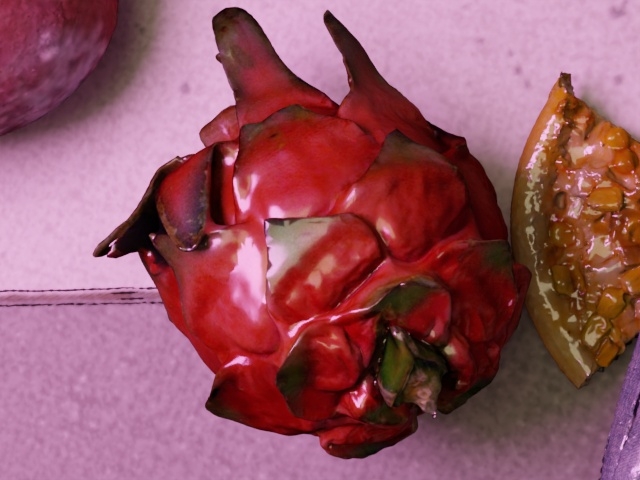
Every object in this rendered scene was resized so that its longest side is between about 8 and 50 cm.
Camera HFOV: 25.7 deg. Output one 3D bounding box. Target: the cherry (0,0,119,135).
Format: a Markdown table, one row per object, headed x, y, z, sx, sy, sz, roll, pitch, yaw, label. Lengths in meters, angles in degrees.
| x | y | z | sx | sy | sz | roll | pitch | yaw | label |
| --- | --- | --- | --- | --- | --- | --- | --- | --- | --- |
| -0.269 | -0.165 | 0.855 | 0.286 | 0.213 | 0.236 | 17 | 99 | 10 | cherry |

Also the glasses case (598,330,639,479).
| x | y | z | sx | sy | sz | roll | pitch | yaw | label |
| --- | --- | --- | --- | --- | --- | --- | --- | --- | --- |
| 0.226 | 0.041 | 0.731 | 0.109 | 0.067 | 0.282 | 17 | 90 | -22 | glasses case |

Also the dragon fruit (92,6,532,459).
| x | y | z | sx | sy | sz | roll | pitch | yaw | label |
| --- | --- | --- | --- | --- | --- | --- | --- | --- | --- |
| 0.000 | 0.000 | 0.767 | 0.192 | 0.193 | 0.274 | -39 | 51 | 8 | dragon fruit |

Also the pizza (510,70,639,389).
| x | y | z | sx | sy | sz | roll | pitch | yaw | label |
| --- | --- | --- | --- | --- | --- | --- | --- | --- | --- |
| 0.169 | -0.003 | 0.785 | 0.131 | 0.041 | 0.178 | 9 | 88 | 17 | pizza |
